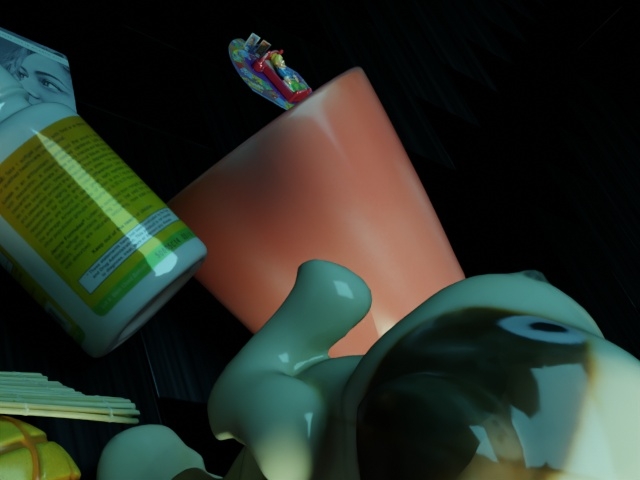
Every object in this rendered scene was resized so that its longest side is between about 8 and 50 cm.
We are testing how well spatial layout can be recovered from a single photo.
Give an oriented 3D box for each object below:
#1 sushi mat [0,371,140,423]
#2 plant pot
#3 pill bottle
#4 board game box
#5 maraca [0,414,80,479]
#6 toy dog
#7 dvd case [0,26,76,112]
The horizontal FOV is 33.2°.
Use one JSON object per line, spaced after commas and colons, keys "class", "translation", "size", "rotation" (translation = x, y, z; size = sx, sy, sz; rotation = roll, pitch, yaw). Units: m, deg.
{"class": "sushi mat", "translation": [-0.282, 0.091, 0.697], "size": [0.316, 0.151, 0.019], "rotation": [14, 83, -45]}
{"class": "plant pot", "translation": [0.000, 0.000, 1.091], "size": [0.243, 0.275, 0.275], "rotation": [54, 27, -4]}
{"class": "pill bottle", "translation": [-0.227, -0.031, 0.918], "size": [0.246, 0.136, 0.136], "rotation": [46, 27, 1]}
{"class": "board game box", "translation": [-0.057, -0.245, 1.571], "size": [0.168, 0.033, 0.133], "rotation": [27, 32, -31]}
{"class": "maraca", "translation": [-0.193, 0.193, 0.702], "size": [0.186, 0.099, 0.127], "rotation": [62, 8, -19]}
{"class": "toy dog", "translation": [0.041, 0.183, 0.666], "size": [0.284, 0.408, 0.395], "rotation": [27, 41, -17]}
{"class": "dvd case", "translation": [-0.319, -0.147, 1.085], "size": [0.164, 0.018, 0.221], "rotation": [21, 35, -38]}
